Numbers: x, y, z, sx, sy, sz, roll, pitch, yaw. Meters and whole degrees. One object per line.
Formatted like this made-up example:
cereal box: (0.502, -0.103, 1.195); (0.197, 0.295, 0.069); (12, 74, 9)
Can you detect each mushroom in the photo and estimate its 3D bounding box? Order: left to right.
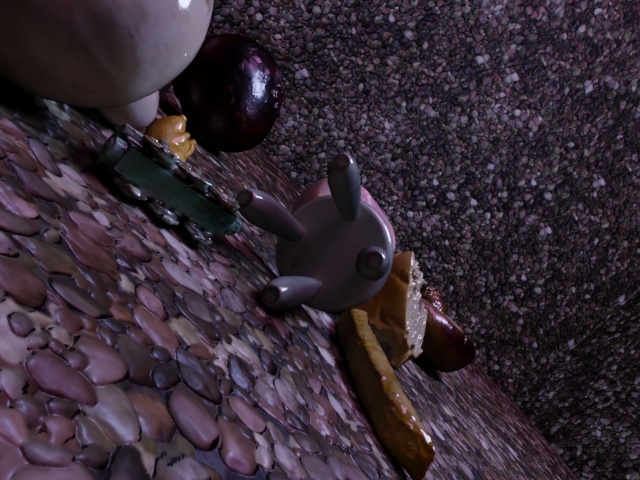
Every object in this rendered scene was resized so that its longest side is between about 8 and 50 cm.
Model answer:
mushroom: (-0.271, -0.274, 0.641); (0.314, 0.314, 0.336); (47, -14, 12)
mushroom: (0.299, 0.244, 1.427); (0.297, 0.163, 0.278); (40, 17, -38)

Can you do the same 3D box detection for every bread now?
bread: (0.111, 0.162, 1.080); (0.183, 0.224, 0.211); (48, 45, -46)

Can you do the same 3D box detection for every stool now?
stool: (0.000, 0.000, 0.763); (0.199, 0.196, 0.195); (42, 30, -70)

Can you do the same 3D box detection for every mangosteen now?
mangosteen: (-0.241, -0.381, 1.320); (0.293, 0.297, 0.297); (23, 11, -10)

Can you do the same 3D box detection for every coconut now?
coconut: (0.042, -0.028, 1.234); (0.245, 0.233, 0.233); (39, 9, -49)

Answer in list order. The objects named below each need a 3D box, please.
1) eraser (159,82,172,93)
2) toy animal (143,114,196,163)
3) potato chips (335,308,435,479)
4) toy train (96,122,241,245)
eraser: (-0.419, -0.457, 1.249); (0.078, 0.144, 0.343); (44, 6, -2)
toy animal: (-0.234, -0.126, 0.766); (0.159, 0.083, 0.070); (-106, 180, -53)
potato chips: (0.075, 0.185, 0.769); (0.080, 0.057, 0.407); (40, 8, -17)
toy train: (-0.186, -0.070, 0.640); (0.194, 0.080, 0.125); (38, 0, -38)
